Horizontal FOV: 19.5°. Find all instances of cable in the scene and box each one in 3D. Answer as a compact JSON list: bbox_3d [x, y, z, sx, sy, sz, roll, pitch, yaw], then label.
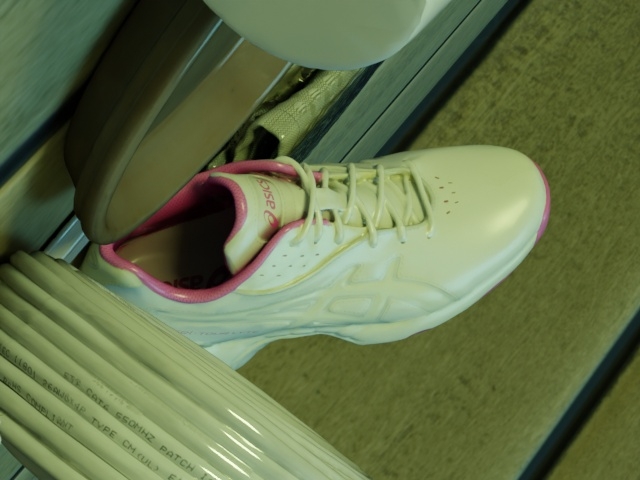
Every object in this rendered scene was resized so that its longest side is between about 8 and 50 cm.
[{"bbox_3d":[-0.064,0.102,0.908,0.089,0.257,0.257,-54,-149,-4],"label":"cable"}]

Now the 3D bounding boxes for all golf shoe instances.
[{"bbox_3d":[0.000,0.000,1.130,0.306,0.115,0.140,-18,155,-9],"label":"golf shoe"}]

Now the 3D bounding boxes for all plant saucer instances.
[{"bbox_3d":[-0.031,-0.115,0.881,0.278,0.041,0.278,-50,177,-4],"label":"plant saucer"}]

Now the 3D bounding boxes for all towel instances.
[{"bbox_3d":[-0.019,-0.097,1.332,0.324,0.056,0.312,-51,-179,-38],"label":"towel"}]

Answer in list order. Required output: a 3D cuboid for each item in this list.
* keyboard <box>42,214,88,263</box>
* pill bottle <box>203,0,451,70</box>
[{"bbox_3d":[-0.165,0.036,1.006,0.256,0.014,0.072,-50,-178,-11],"label":"keyboard"},{"bbox_3d":[0.048,-0.159,0.649,0.229,0.131,0.131,-48,176,-41],"label":"pill bottle"}]
